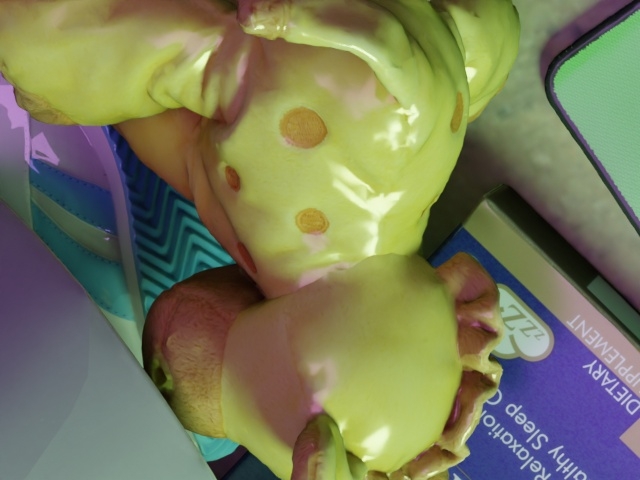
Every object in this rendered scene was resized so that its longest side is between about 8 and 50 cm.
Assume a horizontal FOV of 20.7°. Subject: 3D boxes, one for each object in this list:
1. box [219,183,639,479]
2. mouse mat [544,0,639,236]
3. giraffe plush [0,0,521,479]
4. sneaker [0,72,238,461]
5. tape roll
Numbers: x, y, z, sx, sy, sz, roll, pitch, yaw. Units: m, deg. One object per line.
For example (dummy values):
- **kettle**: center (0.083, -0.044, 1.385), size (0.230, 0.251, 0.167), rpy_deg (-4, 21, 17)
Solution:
- **box**: center (0.042, 0.105, 0.675), size (0.136, 0.036, 0.225), rpy_deg (44, 114, 6)
- **mouse mat**: center (0.186, -0.022, 0.608), size (0.152, 0.007, 0.190), rpy_deg (-34, 90, 24)
- **giraffe plush**: center (0.000, 0.000, 0.570), size (0.210, 0.181, 0.170), rpy_deg (11, 105, 50)
- **sneaker**: center (-0.089, -0.020, 0.675), size (0.092, 0.087, 0.229), rpy_deg (-24, 90, 37)
- **tape roll**: center (-0.106, 0.082, 0.630), size (0.072, 0.219, 0.219), rpy_deg (-36, 88, -18)
